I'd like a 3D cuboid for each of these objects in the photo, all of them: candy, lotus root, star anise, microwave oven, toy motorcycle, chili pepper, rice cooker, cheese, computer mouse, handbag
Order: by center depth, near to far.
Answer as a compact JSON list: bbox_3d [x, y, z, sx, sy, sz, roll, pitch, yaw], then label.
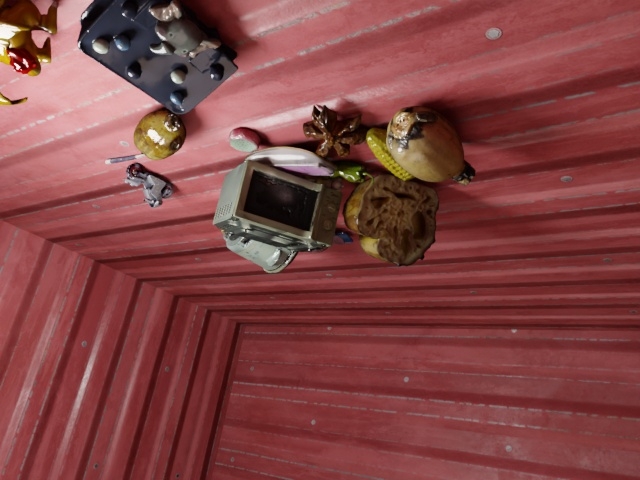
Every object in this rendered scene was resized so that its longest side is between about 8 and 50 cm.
[{"bbox_3d":[-0.371,-0.463,1.328,0.269,0.119,0.325,-30,142,29],"label":"handbag"},{"bbox_3d":[0.310,-0.245,1.531,0.309,0.183,0.182,26,154,-34],"label":"lotus root"},{"bbox_3d":[0.035,-0.307,1.622,0.212,0.111,0.196,19,167,-42],"label":"star anise"},{"bbox_3d":[0.211,-0.264,1.643,0.198,0.106,0.094,31,170,-33],"label":"candy"},{"bbox_3d":[-0.501,-0.335,1.762,0.145,0.129,0.260,33,150,-24],"label":"lotus root"},{"bbox_3d":[-0.243,-0.320,1.790,0.103,0.043,0.103,7,160,3],"label":"candy"},{"bbox_3d":[-0.096,-0.256,1.817,0.310,0.072,0.158,3,172,29],"label":"computer mouse"},{"bbox_3d":[0.101,-0.221,1.839,0.203,0.073,0.072,10,174,29],"label":"chili pepper"},{"bbox_3d":[-0.150,-0.094,1.896,0.354,0.219,0.286,17,167,-25],"label":"microwave oven"},{"bbox_3d":[0.210,-0.057,1.904,0.316,0.316,0.250,20,169,-23],"label":"lotus root"},{"bbox_3d":[-0.672,-0.206,2.169,0.080,0.123,0.215,12,165,42],"label":"toy motorcycle"},{"bbox_3d":[-0.212,-0.019,2.233,0.316,0.317,0.264,28,114,-37],"label":"rice cooker"},{"bbox_3d":[0.000,0.000,2.435,0.285,0.074,0.189,-6,154,29],"label":"cheese"}]

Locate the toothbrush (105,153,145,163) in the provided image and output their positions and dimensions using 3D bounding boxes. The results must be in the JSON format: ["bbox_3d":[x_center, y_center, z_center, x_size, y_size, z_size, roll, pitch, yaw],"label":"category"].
[{"bbox_3d":[-0.691,-0.306,2.067,0.287,0.024,0.026,-3,169,29],"label":"toothbrush"}]

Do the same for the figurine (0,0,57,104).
[{"bbox_3d":[-0.831,-0.506,1.306,0.386,0.268,0.401,7,174,-29],"label":"figurine"}]

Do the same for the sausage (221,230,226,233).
[{"bbox_3d":[-0.429,-0.022,2.647,0.024,0.024,0.132,-1,156,27],"label":"sausage"}]

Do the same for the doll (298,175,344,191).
[{"bbox_3d":[0.004,-0.202,1.936,0.162,0.062,0.106,13,-172,0],"label":"doll"}]
